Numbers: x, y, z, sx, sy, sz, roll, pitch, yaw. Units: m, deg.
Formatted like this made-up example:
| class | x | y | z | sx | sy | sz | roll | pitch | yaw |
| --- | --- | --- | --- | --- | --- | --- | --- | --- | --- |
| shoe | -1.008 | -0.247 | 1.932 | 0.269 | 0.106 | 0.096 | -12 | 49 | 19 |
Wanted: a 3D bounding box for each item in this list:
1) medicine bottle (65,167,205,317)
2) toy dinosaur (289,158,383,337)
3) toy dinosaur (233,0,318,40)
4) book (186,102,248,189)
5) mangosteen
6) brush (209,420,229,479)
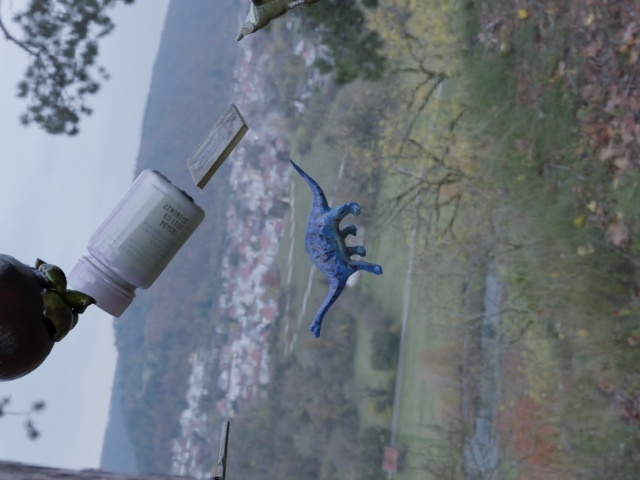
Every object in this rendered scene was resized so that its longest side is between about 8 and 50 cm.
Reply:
| class | x | y | z | sx | sy | sz | roll | pitch | yaw |
| --- | --- | --- | --- | --- | --- | --- | --- | --- | --- |
| medicine bottle | -0.500 | 0.005 | 2.070 | 0.378 | 0.213 | 0.213 | -52 | 12 | -7 |
| toy dinosaur | 0.030 | 0.007 | 1.408 | 0.076 | 0.144 | 0.329 | 170 | 93 | -74 |
| toy dinosaur | -0.122 | -0.477 | 1.636 | 0.251 | 0.072 | 0.200 | -32 | 1 | 26 |
| book | -0.302 | -0.275 | 2.220 | 0.231 | 0.026 | 0.161 | -50 | 37 | 15 |
| mangosteen | -0.703 | 0.167 | 1.702 | 0.311 | 0.311 | 0.311 | -170 | 90 | -76 |
| brush | -0.254 | 0.570 | 1.902 | 0.043 | 0.036 | 0.248 | -43 | 35 | 47 |
